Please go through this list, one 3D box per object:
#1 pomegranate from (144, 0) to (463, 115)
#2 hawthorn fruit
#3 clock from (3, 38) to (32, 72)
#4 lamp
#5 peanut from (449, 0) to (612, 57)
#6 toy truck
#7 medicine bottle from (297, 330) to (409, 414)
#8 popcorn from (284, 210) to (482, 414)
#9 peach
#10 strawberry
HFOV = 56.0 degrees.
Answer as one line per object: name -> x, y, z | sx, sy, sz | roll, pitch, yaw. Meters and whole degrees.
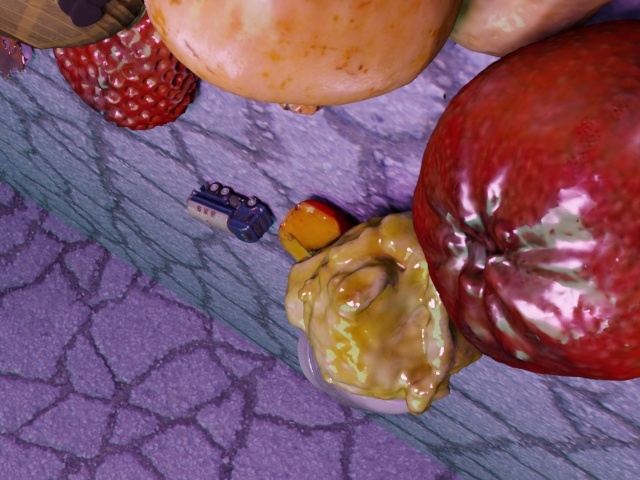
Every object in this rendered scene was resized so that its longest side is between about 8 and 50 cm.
pomegranate -> -0.008, -0.203, 0.433 | 0.248, 0.248, 0.248 | 30, 158, 14
hawthorn fruit -> 0.228, -0.038, 0.460 | 0.254, 0.301, 0.254 | 56, 157, 38
clock -> -0.656, -0.400, 1.216 | 0.050, 0.110, 0.152 | 32, 158, 12
lamp -> -0.312, -0.313, 0.662 | 0.250, 0.284, 0.250 | 25, -173, -3
peanut -> 0.171, -0.203, 0.448 | 0.229, 0.098, 0.103 | -22, 83, 64
toy truck -> -0.202, -0.062, 1.285 | 0.202, 0.088, 0.074 | 21, 153, 30
medicine bottle -> 0.094, 0.220, 1.227 | 0.245, 0.245, 0.306 | 39, 159, -10
popcorn -> 0.110, 0.095, 0.914 | 0.312, 0.312, 0.312 | 30, 158, 14
peach -> 0.000, -0.002, 1.081 | 0.151, 0.118, 0.151 | -4, 143, -3
strawberry -> -0.298, -0.267, 0.927 | 0.280, 0.150, 0.253 | 19, 154, 39
